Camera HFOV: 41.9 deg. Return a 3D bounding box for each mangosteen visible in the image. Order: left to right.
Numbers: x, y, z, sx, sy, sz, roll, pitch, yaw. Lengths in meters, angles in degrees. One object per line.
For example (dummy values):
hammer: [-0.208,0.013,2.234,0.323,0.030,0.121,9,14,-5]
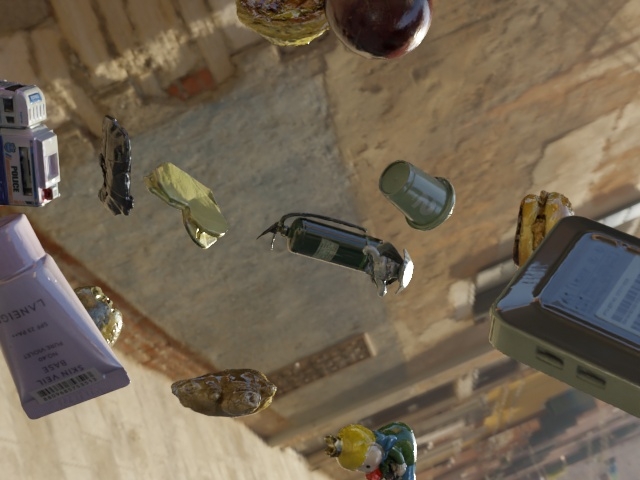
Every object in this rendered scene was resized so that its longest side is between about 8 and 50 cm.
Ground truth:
mangosteen: [0.127,-0.464,1.564,0.215,0.257,0.215,21,49,-26]

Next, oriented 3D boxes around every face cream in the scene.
face cream: [-0.378,0.103,1.111,0.096,0.154,0.274,-112,180,-72]

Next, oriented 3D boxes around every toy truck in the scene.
toy truck: [-0.668,-0.216,1.854,0.124,0.155,0.268,-65,159,-69]

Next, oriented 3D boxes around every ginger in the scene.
ginger: [-0.246,0.392,2.114,0.219,0.270,0.123,1,-85,52]

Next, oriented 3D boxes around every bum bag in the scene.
bum bag: [-0.365,-0.130,1.509,0.087,0.049,0.198,38,-48,36]

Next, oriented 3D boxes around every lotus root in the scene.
lotus root: [-0.373,0.153,1.225,0.088,0.192,0.113,-18,-63,49]

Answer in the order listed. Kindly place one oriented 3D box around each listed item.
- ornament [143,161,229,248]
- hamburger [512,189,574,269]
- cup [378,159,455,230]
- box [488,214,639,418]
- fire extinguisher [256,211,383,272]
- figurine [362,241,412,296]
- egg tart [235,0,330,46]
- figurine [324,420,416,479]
ornament: [-0.276,-0.088,1.799,0.201,0.059,0.180,50,23,-6]
hamburger: [0.478,-0.015,1.766,0.191,0.118,0.182,-41,134,-64]
cup: [0.187,-0.095,1.644,0.141,0.120,0.120,35,20,-37]
box: [0.505,0.118,1.377,0.373,0.367,0.090,25,-48,23]
fire extinguisher: [0.000,0.000,1.975,0.093,0.294,0.118,-108,-142,-63]
figurine: [0.114,0.051,1.451,0.082,0.086,0.094,-8,110,-71]
egg tart: [-0.064,-0.567,2.038,0.115,0.290,0.290,76,-7,-53]
figurine: [0.123,0.540,2.053,0.127,0.234,0.185,1,-88,52]
